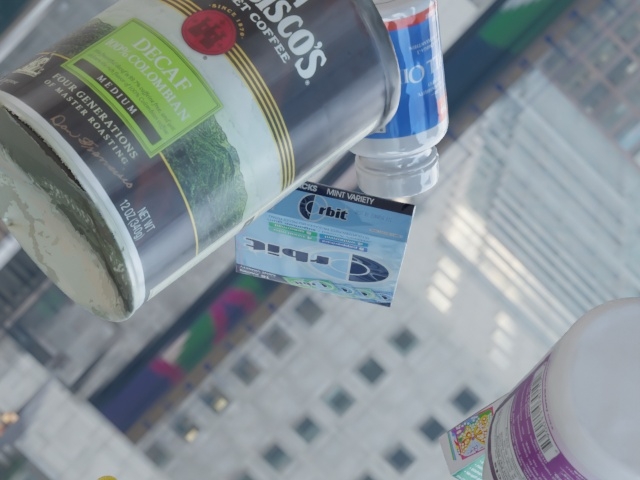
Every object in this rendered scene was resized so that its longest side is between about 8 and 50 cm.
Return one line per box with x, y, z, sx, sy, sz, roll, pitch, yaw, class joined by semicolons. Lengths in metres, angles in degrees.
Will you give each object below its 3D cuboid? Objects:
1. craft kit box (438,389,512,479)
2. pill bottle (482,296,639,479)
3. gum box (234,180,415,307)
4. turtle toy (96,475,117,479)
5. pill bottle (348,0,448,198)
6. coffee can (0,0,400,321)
0.293;0.203;1.760;0.246;0.250;0.061;-39;-135;21;craft kit box
0.242;0.176;1.495;0.169;0.169;0.301;-48;173;-24;pill bottle
0.000;0.000;1.552;0.184;0.157;0.041;97;6;-71;gum box
-0.234;0.285;1.602;0.130;0.095;0.066;-11;-153;-11;turtle toy
0.073;-0.163;1.804;0.124;0.221;0.124;-7;-151;4;pill bottle
-0.104;-0.096;1.291;0.275;0.201;0.201;-38;-178;-25;coffee can
